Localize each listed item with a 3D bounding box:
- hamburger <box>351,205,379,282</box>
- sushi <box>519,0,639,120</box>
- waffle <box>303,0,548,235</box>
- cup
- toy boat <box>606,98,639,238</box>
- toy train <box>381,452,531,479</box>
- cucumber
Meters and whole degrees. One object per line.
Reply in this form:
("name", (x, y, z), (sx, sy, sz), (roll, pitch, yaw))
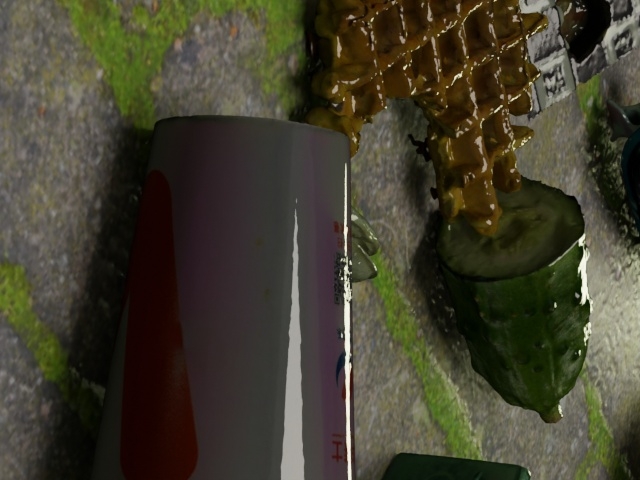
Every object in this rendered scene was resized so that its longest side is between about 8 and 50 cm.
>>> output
("hamburger", (0.002, -0.003, 1.455), (0.121, 0.084, 0.054), (49, 55, -52))
("sushi", (0.202, -0.244, 1.745), (0.192, 0.050, 0.215), (-33, 117, -26))
("waffle", (0.084, -0.153, 1.572), (0.293, 0.069, 0.259), (29, 71, -53))
("cup", (-0.057, 0.070, 1.307), (0.203, 0.203, 0.288), (14, 79, -57))
("toy boat", (0.364, -0.054, 2.007), (0.134, 0.092, 0.299), (-35, 143, -6))
("toy train", (0.103, 0.325, 1.617), (0.266, 0.145, 0.202), (-58, 133, -34))
("cucumber", (0.180, 0.069, 1.719), (0.134, 0.134, 0.244), (-53, 141, -37))
